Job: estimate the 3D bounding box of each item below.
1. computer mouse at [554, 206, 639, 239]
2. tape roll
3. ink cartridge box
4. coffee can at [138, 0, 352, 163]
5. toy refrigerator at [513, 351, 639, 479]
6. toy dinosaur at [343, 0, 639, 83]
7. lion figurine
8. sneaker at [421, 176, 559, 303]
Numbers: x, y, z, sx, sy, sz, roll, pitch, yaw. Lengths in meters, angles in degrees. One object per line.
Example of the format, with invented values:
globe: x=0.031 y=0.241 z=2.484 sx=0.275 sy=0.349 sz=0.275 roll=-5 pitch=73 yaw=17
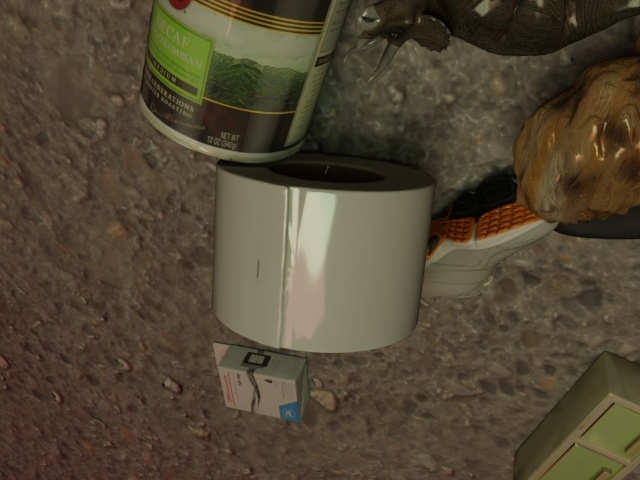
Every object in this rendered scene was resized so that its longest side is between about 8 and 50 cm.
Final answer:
computer mouse: x=0.359 y=-0.064 z=0.657 sx=0.272 sy=0.072 sz=0.188 roll=-7 pitch=120 yaw=24
tape roll: x=0.000 y=0.000 z=0.678 sx=0.246 sy=0.246 sz=0.169 roll=9 pitch=107 yaw=15
ink cartridge box: x=-0.115 y=0.249 z=1.046 sx=0.180 sy=0.060 sz=0.104 roll=7 pitch=124 yaw=16
coffee can: x=-0.070 y=-0.249 z=0.615 sx=0.201 sy=0.201 sz=0.275 roll=25 pitch=127 yaw=4
toy refrigerator: x=0.392 y=0.298 z=0.868 sx=0.102 sy=0.094 sz=0.269 roll=24 pitch=126 yaw=4
toy dinosaur: x=0.188 y=-0.248 z=0.592 sx=0.313 sy=0.121 sz=0.160 roll=4 pitch=139 yaw=-6
lion figurine: x=0.375 y=-0.127 z=0.520 sx=0.392 sy=0.142 sz=0.240 roll=-2 pitch=123 yaw=12
sneaker: x=0.199 y=0.011 z=0.752 sx=0.121 sy=0.099 sz=0.262 roll=39 pitch=144 yaw=-21
